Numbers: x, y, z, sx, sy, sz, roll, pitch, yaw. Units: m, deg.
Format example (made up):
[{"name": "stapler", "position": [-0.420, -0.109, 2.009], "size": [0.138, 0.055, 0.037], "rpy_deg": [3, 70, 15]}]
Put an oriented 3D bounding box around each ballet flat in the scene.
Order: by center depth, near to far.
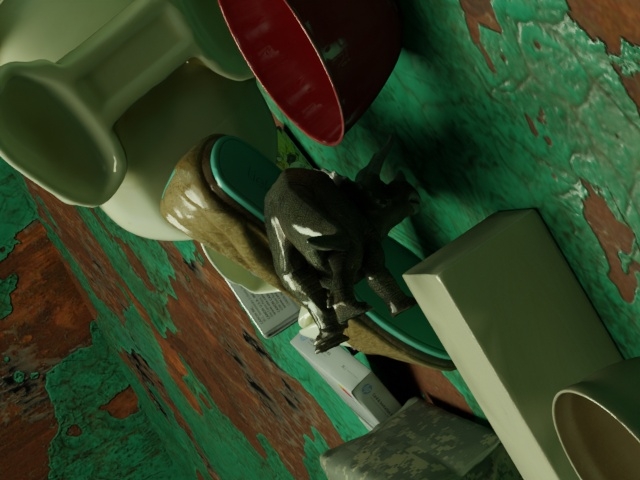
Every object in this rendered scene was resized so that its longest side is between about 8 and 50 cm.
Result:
[{"name": "ballet flat", "position": [-0.011, 0.029, 1.617], "size": [0.342, 0.116, 0.124], "rpy_deg": [33, 136, -25]}]

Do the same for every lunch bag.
[{"name": "lunch bag", "position": [0.155, 0.338, 1.845], "size": [0.287, 0.169, 0.235], "rpy_deg": [65, 163, -14]}]

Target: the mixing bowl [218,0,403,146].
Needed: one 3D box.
[{"name": "mixing bowl", "position": [0.002, -0.178, 1.391], "size": [0.181, 0.098, 0.181], "rpy_deg": [50, 163, 21]}]

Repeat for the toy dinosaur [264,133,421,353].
[{"name": "toy dinosaur", "position": [0.000, 0.000, 1.432], "size": [0.160, 0.121, 0.313], "rpy_deg": [64, -161, 10]}]

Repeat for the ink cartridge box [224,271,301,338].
[{"name": "ink cartridge box", "position": [-0.111, -0.012, 2.055], "size": [0.275, 0.060, 0.239], "rpy_deg": [56, 179, 3]}]

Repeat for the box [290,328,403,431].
[{"name": "box", "position": [0.057, 0.188, 2.012], "size": [0.186, 0.038, 0.145], "rpy_deg": [49, 172, -36]}]

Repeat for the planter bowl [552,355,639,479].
[{"name": "planter bowl", "position": [0.258, 0.144, 1.233], "size": [0.162, 0.109, 0.162], "rpy_deg": [51, 165, 20]}]

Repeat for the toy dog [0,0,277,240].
[{"name": "toy dog", "position": [-0.207, -0.184, 1.743], "size": [0.395, 0.284, 0.408], "rpy_deg": [44, 176, -36]}]

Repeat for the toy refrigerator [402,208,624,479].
[{"name": "toy refrigerator", "position": [0.185, 0.115, 1.416], "size": [0.269, 0.102, 0.094], "rpy_deg": [58, 165, -8]}]

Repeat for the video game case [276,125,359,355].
[{"name": "video game case", "position": [-0.004, 0.005, 1.893], "size": [0.210, 0.042, 0.232], "rpy_deg": [52, 165, 15]}]
